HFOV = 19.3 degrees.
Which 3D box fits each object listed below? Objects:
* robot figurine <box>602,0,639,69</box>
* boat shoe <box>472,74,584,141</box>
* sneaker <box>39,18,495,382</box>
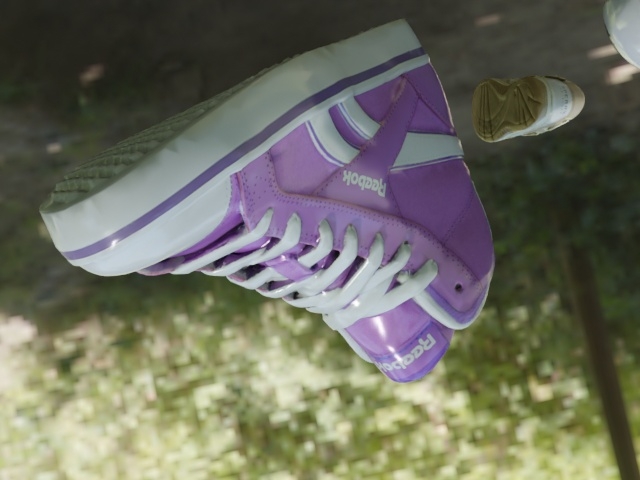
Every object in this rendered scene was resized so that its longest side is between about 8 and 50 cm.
[{"bbox_3d":[0.340,-0.282,1.706,0.209,0.278,0.173,2,172,7],"label":"robot figurine"},{"bbox_3d":[0.193,-0.123,1.760,0.059,0.063,0.170,-1,-176,-18],"label":"boat shoe"},{"bbox_3d":[0.001,0.000,0.839,0.102,0.161,0.282,-22,-177,35],"label":"sneaker"}]
